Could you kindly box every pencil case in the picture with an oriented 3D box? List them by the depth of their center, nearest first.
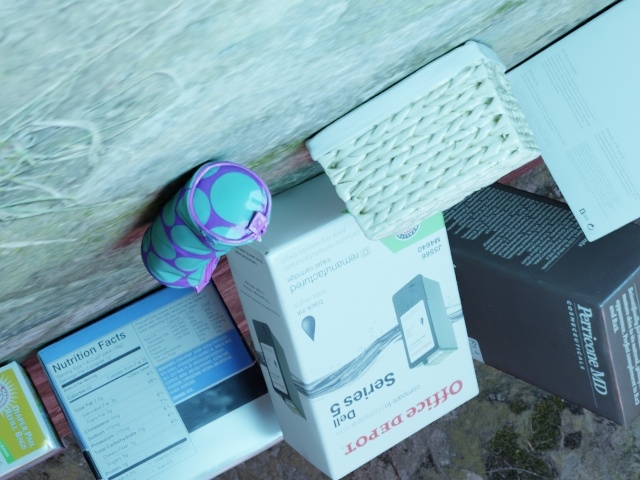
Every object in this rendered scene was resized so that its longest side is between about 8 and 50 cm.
[{"bbox_3d":[-0.091,-0.007,0.922,0.064,0.070,0.152,-45,-176,-26],"label":"pencil case"}]

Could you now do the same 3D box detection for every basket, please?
[{"bbox_3d":[0.092,-0.080,1.003,0.167,0.103,0.113,-29,174,18],"label":"basket"}]

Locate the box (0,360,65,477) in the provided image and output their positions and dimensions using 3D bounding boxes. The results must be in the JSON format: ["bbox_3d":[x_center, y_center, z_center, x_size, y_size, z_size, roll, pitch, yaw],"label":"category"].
[{"bbox_3d":[-0.374,0.219,1.396,0.103,0.114,0.203,-26,176,-13],"label":"box"}]

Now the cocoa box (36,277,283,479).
[{"bbox_3d":[-0.206,0.205,1.526,0.232,0.227,0.347,-27,175,-14],"label":"cocoa box"}]

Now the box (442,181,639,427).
[{"bbox_3d":[0.231,0.051,1.412,0.381,0.191,0.143,20,-130,44],"label":"box"}]

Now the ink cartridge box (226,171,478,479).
[{"bbox_3d":[0.035,0.075,1.219,0.198,0.272,0.115,-27,-151,-22],"label":"ink cartridge box"}]

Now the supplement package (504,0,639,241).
[{"bbox_3d":[0.332,-0.139,1.201,0.203,0.194,0.149,-31,175,33],"label":"supplement package"}]
